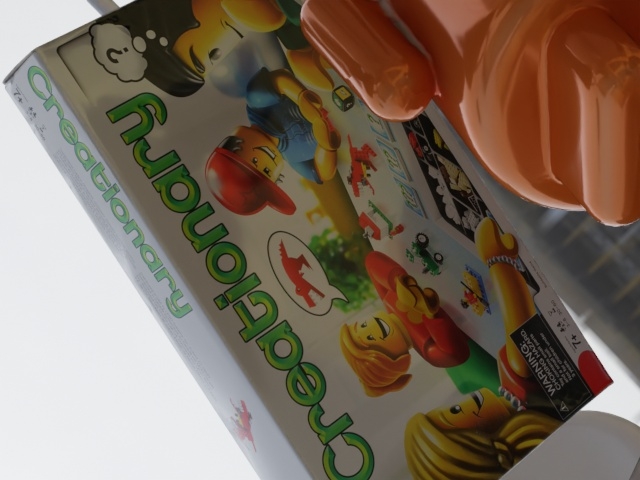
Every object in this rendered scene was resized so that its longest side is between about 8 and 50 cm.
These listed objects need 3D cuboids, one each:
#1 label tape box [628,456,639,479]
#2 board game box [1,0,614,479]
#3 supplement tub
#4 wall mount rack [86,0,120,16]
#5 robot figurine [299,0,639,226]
[{"bbox_3d":[0.285,0.053,0.702,0.106,0.240,0.334,62,-145,-13],"label":"label tape box"},{"bbox_3d":[0.000,0.000,0.854,0.193,0.053,0.305,-34,-89,-35],"label":"board game box"},{"bbox_3d":[0.311,0.333,1.710,0.316,0.228,0.228,43,-159,-47],"label":"supplement tub"},{"bbox_3d":[-0.030,-0.191,1.534,0.304,0.130,0.350,11,-149,20],"label":"wall mount rack"},{"bbox_3d":[0.090,-0.098,0.638,0.128,0.158,0.219,31,-161,-38],"label":"robot figurine"}]
